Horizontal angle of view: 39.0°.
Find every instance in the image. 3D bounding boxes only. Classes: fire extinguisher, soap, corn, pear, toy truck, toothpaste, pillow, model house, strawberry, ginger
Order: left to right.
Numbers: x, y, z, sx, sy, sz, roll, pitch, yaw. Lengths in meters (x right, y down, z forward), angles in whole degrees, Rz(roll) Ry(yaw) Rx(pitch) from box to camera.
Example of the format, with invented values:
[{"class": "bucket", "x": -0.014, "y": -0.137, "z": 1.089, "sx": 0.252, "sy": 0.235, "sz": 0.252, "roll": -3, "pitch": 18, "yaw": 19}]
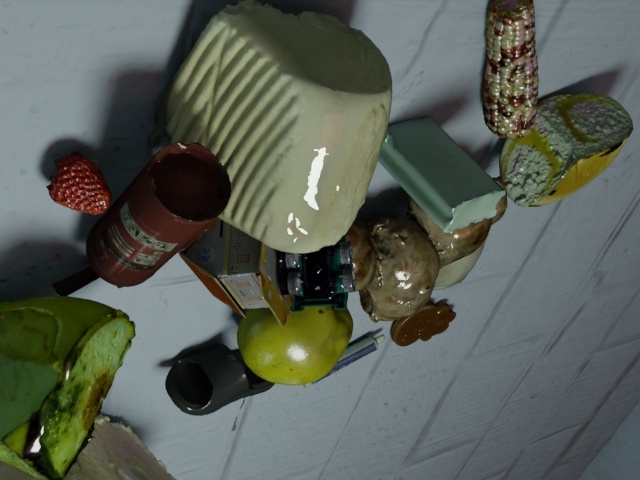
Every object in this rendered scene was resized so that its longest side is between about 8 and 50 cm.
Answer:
[{"class": "pear", "x": -0.405, "y": 0.158, "z": 1.178, "sx": 0.164, "sy": 0.255, "sz": 0.238, "roll": 76, "pitch": 34, "yaw": -61}, {"class": "strawberry", "x": -0.295, "y": -0.066, "z": 1.120, "sx": 0.073, "sy": 0.083, "sz": 0.073, "roll": -57, "pitch": -175, "yaw": 7}, {"class": "fire extinguisher", "x": -0.248, "y": -0.002, "z": 1.163, "sx": 0.147, "sy": 0.107, "sz": 0.337, "roll": -26, "pitch": 173, "yaw": -39}, {"class": "model house", "x": -0.122, "y": 0.031, "z": 1.382, "sx": 0.135, "sy": 0.208, "sz": 0.219, "roll": -5, "pitch": 155, "yaw": 10}, {"class": "pear", "x": -0.042, "y": 0.157, "z": 1.527, "sx": 0.198, "sy": 0.198, "sz": 0.198, "roll": -25, "pitch": 144, "yaw": -20}, {"class": "toy truck", "x": 0.000, "y": 0.000, "z": 1.372, "sx": 0.110, "sy": 0.216, "sz": 0.116, "roll": -4, "pitch": 173, "yaw": 11}, {"class": "toothpaste", "x": 0.048, "y": 0.241, "z": 1.849, "sx": 0.197, "sy": 0.035, "sz": 0.057, "roll": -26, "pitch": 139, "yaw": -13}, {"class": "ginger", "x": 0.168, "y": -0.006, "z": 1.554, "sx": 0.375, "sy": 0.176, "sz": 0.256, "roll": -31, "pitch": 136, "yaw": -11}, {"class": "pillow", "x": 0.232, "y": 0.055, "z": 1.797, "sx": 0.229, "sy": 0.050, "sz": 0.148, "roll": -9, "pitch": 143, "yaw": -37}, {"class": "soap", "x": 0.184, "y": -0.108, "z": 1.424, "sx": 0.114, "sy": 0.198, "sz": 0.063, "roll": -18, "pitch": 142, "yaw": -32}, {"class": "corn", "x": 0.302, "y": -0.273, "z": 1.440, "sx": 0.092, "sy": 0.092, "sz": 0.281, "roll": -31, "pitch": 144, "yaw": -12}]

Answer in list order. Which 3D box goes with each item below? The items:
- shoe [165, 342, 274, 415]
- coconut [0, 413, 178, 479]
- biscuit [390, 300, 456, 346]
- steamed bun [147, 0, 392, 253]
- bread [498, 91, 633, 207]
[{"class": "shoe", "x": -0.159, "y": 0.221, "z": 1.565, "sx": 0.241, "sy": 0.108, "sz": 0.093, "roll": -7, "pitch": 138, "yaw": -49}, {"class": "coconut", "x": -0.405, "y": 0.496, "z": 1.407, "sx": 0.404, "sy": 0.405, "sz": 0.405, "roll": -25, "pitch": 144, "yaw": -20}, {"class": "biscuit", "x": 0.219, "y": 0.177, "z": 1.944, "sx": 0.175, "sy": 0.026, "sz": 0.124, "roll": 1, "pitch": 131, "yaw": -44}, {"class": "steamed bun", "x": -0.022, "y": -0.156, "z": 1.165, "sx": 0.272, "sy": 0.273, "sz": 0.290, "roll": -30, "pitch": 152, "yaw": -42}, {"class": "bread", "x": 0.431, "y": -0.158, "z": 1.659, "sx": 0.260, "sy": 0.158, "sz": 0.156, "roll": -25, "pitch": 154, "yaw": -21}]
